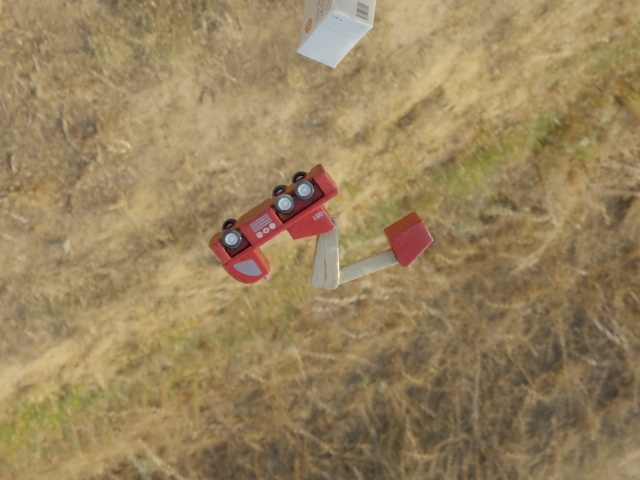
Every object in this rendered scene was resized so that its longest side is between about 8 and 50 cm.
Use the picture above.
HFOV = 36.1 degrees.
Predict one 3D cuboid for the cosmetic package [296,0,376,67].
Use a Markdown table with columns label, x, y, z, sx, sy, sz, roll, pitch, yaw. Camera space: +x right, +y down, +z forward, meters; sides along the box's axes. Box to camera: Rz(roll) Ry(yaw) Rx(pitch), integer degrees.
| label | x | y | z | sx | sy | sz | roll | pitch | yaw |
| --- | --- | --- | --- | --- | --- | --- | --- | --- | --- |
| cosmetic package | 0.029 | -0.341 | 1.212 | 0.061 | 0.238 | 0.099 | 18 | 152 | -18 |

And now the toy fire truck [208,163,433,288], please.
| label | x | y | z | sx | sy | sz | roll | pitch | yaw |
| --- | --- | --- | --- | --- | --- | --- | --- | --- | --- |
| toy fire truck | 0.000 | 0.000 | 0.990 | 0.192 | 0.047 | 0.135 | -34 | 106 | 5 |
